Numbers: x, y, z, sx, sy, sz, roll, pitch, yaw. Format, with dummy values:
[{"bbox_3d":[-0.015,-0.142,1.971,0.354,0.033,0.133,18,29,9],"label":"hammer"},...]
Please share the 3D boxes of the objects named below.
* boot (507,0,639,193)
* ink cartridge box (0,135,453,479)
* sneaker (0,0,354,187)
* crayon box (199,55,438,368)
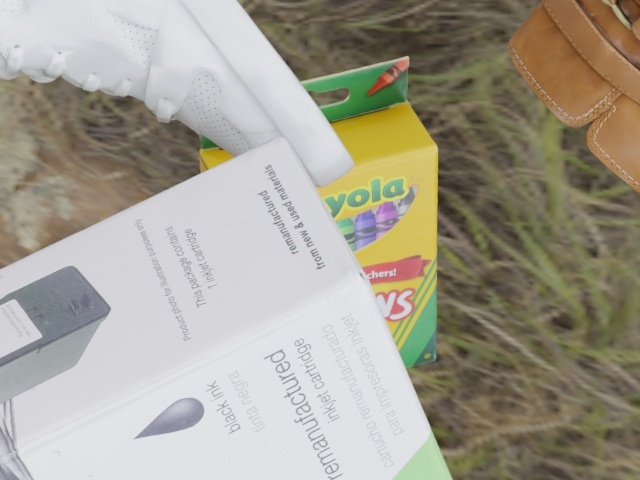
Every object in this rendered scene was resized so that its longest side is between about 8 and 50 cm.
[{"bbox_3d":[0.169,-0.170,0.994,0.283,0.220,0.109,49,40,4],"label":"boot"},{"bbox_3d":[-0.091,0.109,0.841,0.273,0.114,0.198,-26,131,-2],"label":"ink cartridge box"},{"bbox_3d":[-0.132,-0.097,1.012,0.169,0.108,0.292,-44,91,-2],"label":"sneaker"},{"bbox_3d":[0.000,0.000,1.788,0.202,0.081,0.318,-15,133,-13],"label":"crayon box"}]
